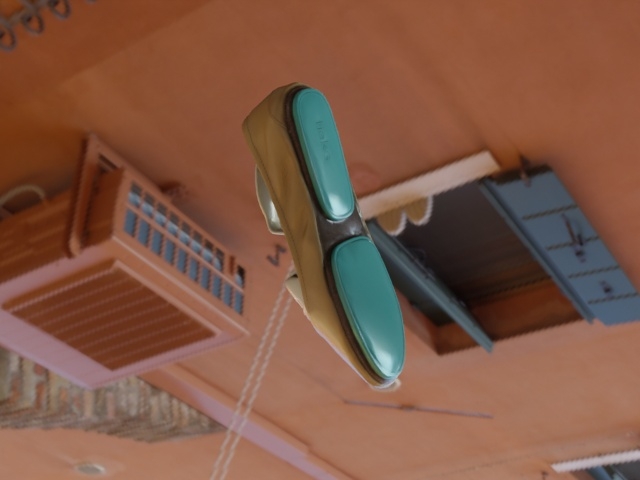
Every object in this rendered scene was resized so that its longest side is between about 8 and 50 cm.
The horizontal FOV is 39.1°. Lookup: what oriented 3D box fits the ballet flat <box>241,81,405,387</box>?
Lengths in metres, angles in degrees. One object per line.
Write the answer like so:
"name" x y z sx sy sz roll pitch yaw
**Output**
"ballet flat" 0.000 0.000 0.673 0.073 0.080 0.232 -19 -96 37
